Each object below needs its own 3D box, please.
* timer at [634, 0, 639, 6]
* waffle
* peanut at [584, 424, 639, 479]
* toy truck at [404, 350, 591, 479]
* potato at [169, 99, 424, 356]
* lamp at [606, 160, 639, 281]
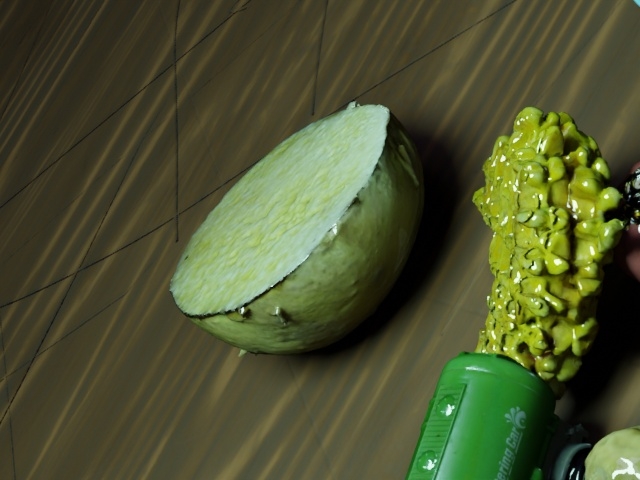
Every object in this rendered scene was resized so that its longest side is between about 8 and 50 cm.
[{"bbox_3d":[0.360,-0.205,1.230,0.232,0.091,0.250,-53,36,2],"label":"timer"},{"bbox_3d":[0.148,0.011,1.250,0.193,0.070,0.197,-93,13,-47],"label":"waffle"},{"bbox_3d":[0.233,0.153,1.062,0.193,0.089,0.089,1,62,53],"label":"peanut"},{"bbox_3d":[0.099,0.198,1.162,0.101,0.125,0.242,-7,56,49],"label":"toy truck"},{"bbox_3d":[0.000,0.000,1.485,0.239,0.116,0.299,-55,21,-12],"label":"potato"},{"bbox_3d":[0.241,-0.016,1.201,0.107,0.092,0.107,-33,38,30],"label":"lamp"}]
